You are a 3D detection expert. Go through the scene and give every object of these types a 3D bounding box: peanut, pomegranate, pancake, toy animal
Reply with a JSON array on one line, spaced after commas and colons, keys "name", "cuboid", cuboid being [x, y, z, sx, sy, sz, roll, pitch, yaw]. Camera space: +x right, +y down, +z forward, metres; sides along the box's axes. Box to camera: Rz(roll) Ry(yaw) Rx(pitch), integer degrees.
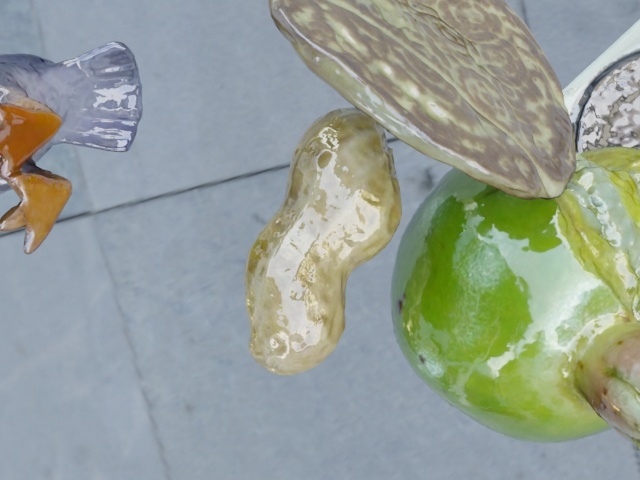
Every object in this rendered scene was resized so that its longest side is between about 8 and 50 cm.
[{"name": "peanut", "cuboid": [0.002, 0.001, 0.914, 0.089, 0.089, 0.193, 20, 84, 28]}, {"name": "pomegranate", "cuboid": [0.182, 0.057, 0.935, 0.302, 0.235, 0.236, 55, 133, 50]}, {"name": "pancake", "cuboid": [0.074, -0.127, 0.872, 0.250, 0.250, 0.031, 49, 125, 13]}, {"name": "toy animal", "cuboid": [-0.257, -0.073, 0.967, 0.185, 0.298, 0.122, 8, 120, 33]}]

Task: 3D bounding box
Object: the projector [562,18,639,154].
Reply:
[{"name": "projector", "cuboid": [0.333, -0.068, 1.195, 0.259, 0.257, 0.079, 44, 164, 15]}]
